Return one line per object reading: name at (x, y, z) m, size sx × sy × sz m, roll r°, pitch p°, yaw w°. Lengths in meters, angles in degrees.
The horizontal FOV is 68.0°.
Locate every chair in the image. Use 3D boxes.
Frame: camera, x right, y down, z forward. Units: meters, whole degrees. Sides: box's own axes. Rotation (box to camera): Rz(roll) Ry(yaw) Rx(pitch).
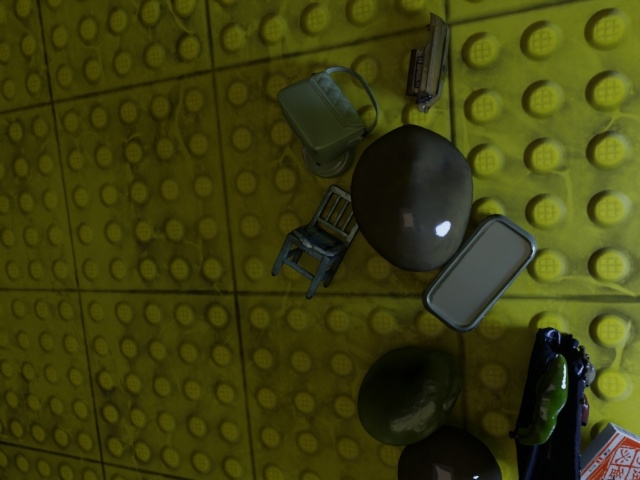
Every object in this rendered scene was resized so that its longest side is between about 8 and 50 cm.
chair at (0.000, 0.000, 1.255) m, size 0.136 × 0.147 × 0.270 m, roll 33°, pitch 110°, yaw 15°

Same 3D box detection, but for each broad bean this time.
broad bean at (0.221, 0.383, 1.203) m, size 0.291 × 0.119 × 0.238 m, roll -37°, pitch 45°, yaw 11°
broad bean at (0.407, 0.301, 0.860) m, size 0.061 × 0.046 × 0.195 m, roll 34°, pitch 114°, yaw 37°

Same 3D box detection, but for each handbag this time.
handbag at (0.500, 0.369, 1.018) m, size 0.122 × 0.303 × 0.329 m, roll 8°, pitch 100°, yaw 21°
handbag at (0.030, -0.328, 1.193) m, size 0.219 × 0.079 × 0.256 m, roll -29°, pitch 64°, yaw -3°

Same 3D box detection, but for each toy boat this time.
toy boat at (0.254, -0.421, 1.131) m, size 0.088 × 0.068 × 0.225 m, roll 10°, pitch 102°, yaw 27°

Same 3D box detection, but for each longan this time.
longan at (0.201, -0.094, 1.063) m, size 0.288 × 0.288 × 0.350 m, roll -16°, pitch 53°, yaw 23°
longan at (0.319, 0.576, 1.169) m, size 0.246 × 0.215 × 0.246 m, roll 26°, pitch 138°, yaw 26°

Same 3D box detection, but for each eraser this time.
eraser at (0.691, 0.513, 1.055) m, size 0.230 × 0.038 × 0.157 m, roll 27°, pitch 106°, yaw -8°

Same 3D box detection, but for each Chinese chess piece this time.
Chinese chess piece at (0.021, -0.237, 1.258) m, size 0.144 × 0.058 × 0.144 m, roll 4°, pitch 99°, yaw 23°

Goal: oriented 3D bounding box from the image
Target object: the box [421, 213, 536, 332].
box at (0.369, 0.067, 1.094) m, size 0.138 × 0.178 × 0.274 m, roll 40°, pitch 110°, yaw 13°
